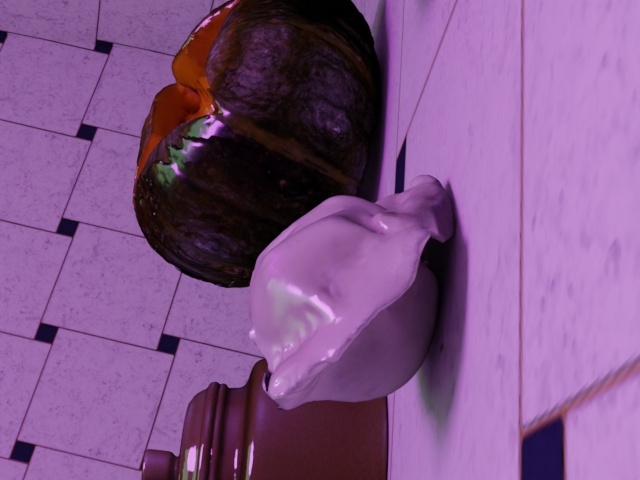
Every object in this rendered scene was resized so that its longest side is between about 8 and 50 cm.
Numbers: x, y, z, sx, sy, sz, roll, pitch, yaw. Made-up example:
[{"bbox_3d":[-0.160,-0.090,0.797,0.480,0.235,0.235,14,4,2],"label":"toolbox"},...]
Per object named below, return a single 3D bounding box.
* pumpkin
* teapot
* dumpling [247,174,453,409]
[{"bbox_3d":[-0.067,-0.103,1.034,0.320,0.192,0.320,-48,26,33],"label":"pumpkin"},{"bbox_3d":[-0.046,0.182,0.768,0.267,0.175,0.185,-126,40,-85],"label":"teapot"},{"bbox_3d":[0.021,0.020,0.565,0.127,0.108,0.188,-59,-6,18],"label":"dumpling"}]
